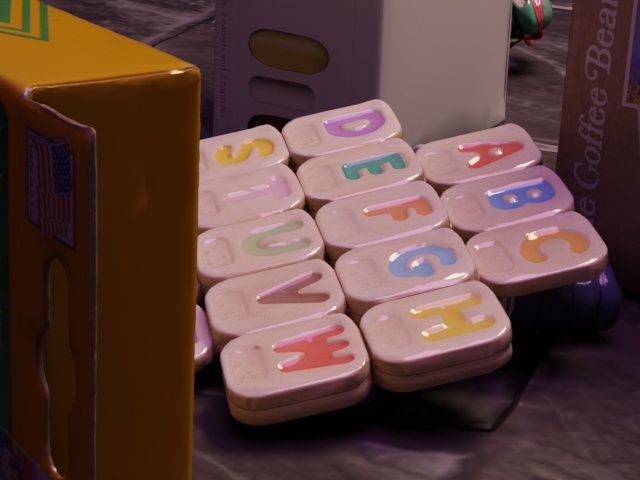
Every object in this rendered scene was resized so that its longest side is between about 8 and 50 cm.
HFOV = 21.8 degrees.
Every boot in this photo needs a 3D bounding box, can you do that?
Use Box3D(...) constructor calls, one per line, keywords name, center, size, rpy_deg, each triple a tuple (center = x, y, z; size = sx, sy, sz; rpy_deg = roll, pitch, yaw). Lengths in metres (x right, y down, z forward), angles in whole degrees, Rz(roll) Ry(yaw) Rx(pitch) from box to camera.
Box3D(name="boot", center=(0.106, 0.002, 0.972), size=(0.086, 0.069, 0.190), rpy_deg=(5, 27, -14))

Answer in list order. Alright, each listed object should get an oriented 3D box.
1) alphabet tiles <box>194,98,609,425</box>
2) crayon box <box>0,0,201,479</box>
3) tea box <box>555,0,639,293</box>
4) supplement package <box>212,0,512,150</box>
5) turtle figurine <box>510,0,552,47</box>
Box3D(name="alphabet tiles", center=(0.000, 0.000, 0.898), size=(0.278, 0.021, 0.284), rpy_deg=(-12, 30, -5))
Box3D(name="crayon box", center=(-0.145, 0.001, 0.728), size=(0.083, 0.203, 0.323), rpy_deg=(-11, 25, -34))
Box3D(name="tea box", center=(0.310, -0.149, 1.013), size=(0.220, 0.329, 0.323), rpy_deg=(15, 25, 30))
Box3D(name="supplement package", center=(0.037, -0.200, 1.212), size=(0.145, 0.261, 0.204), rpy_deg=(14, 23, 30))
Box3D(name="turtle figurine", center=(0.113, -0.205, 1.453), size=(0.234, 0.118, 0.175), rpy_deg=(-11, 4, 7))
